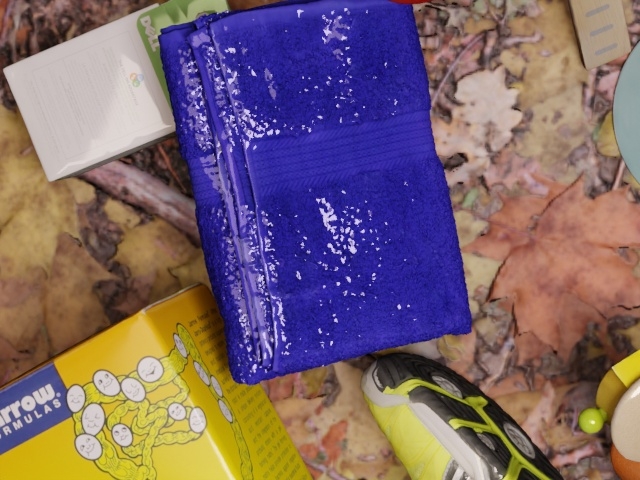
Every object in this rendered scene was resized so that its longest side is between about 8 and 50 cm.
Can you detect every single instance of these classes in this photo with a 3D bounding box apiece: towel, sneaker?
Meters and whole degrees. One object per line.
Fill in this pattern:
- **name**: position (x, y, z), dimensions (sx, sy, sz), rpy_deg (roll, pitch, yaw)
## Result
- **towel**: position (0.005, -0.048, 1.211), dimensions (0.228, 0.076, 0.308), rpy_deg (-13, 95, -18)
- **sneaker**: position (0.151, 0.264, 1.227), dimensions (0.147, 0.145, 0.384), rpy_deg (-41, 83, 18)

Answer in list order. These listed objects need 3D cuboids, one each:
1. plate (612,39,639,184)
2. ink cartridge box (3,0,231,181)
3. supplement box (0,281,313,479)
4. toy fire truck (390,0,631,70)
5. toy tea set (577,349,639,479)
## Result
- **plate**: position (0.340, -0.108, 1.219), dimensions (0.188, 0.024, 0.188), rpy_deg (1, 96, 10)
- **ink cartridge box**: position (-0.158, -0.139, 1.277), dimensions (0.209, 0.062, 0.109), rpy_deg (-21, 92, 10)
- **supplement box**: position (-0.118, 0.242, 1.239), dimensions (0.194, 0.195, 0.356), rpy_deg (-29, 90, 11)
- **toy fire truck**: position (0.144, -0.238, 1.175), dimensions (0.217, 0.158, 0.246), rpy_deg (-22, 94, 22)
- **toy tea set**: position (0.355, 0.090, 1.195), dimensions (0.336, 0.124, 0.200), rpy_deg (-31, 125, -7)
